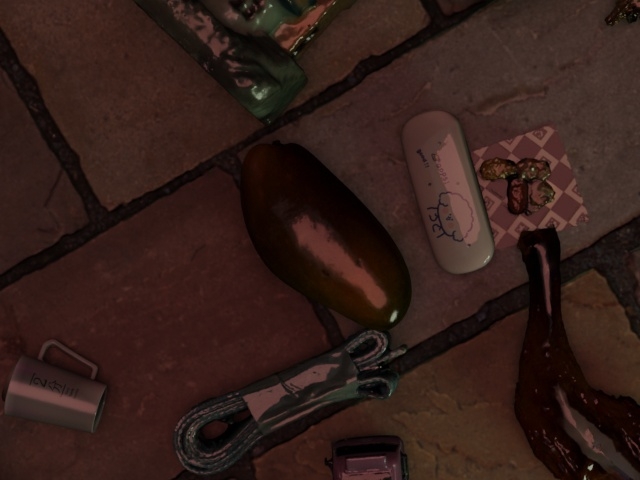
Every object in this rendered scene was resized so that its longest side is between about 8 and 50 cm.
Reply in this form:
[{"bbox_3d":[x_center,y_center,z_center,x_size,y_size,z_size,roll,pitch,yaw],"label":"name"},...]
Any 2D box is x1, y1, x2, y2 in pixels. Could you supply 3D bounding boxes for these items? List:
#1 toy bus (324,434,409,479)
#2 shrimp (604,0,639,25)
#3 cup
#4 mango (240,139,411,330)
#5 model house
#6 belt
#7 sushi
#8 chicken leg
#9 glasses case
[{"bbox_3d":[0.061,0.331,1.850,0.096,0.108,0.199,-5,90,5],"label":"toy bus"},{"bbox_3d":[0.394,-0.323,1.860,0.091,0.043,0.184,32,86,12],"label":"shrimp"},{"bbox_3d":[-0.316,0.174,1.910,0.116,0.074,0.104,15,63,1],"label":"cup"},{"bbox_3d":[0.000,0.000,1.854,0.133,0.111,0.267,-40,83,-18],"label":"mango"},{"bbox_3d":[-0.056,-0.344,1.826,0.267,0.194,0.325,44,90,4],"label":"model house"},{"bbox_3d":[-0.034,0.190,1.880,0.302,0.072,0.087,-25,84,6],"label":"belt"},{"bbox_3d":[0.244,-0.062,1.876,0.120,0.026,0.126,-19,89,4],"label":"sushi"},{"bbox_3d":[0.303,0.181,1.840,0.158,0.096,0.407,-26,85,0],"label":"chicken leg"},{"bbox_3d":[0.151,-0.058,1.870,0.076,0.049,0.197,-15,89,14],"label":"glasses case"}]
